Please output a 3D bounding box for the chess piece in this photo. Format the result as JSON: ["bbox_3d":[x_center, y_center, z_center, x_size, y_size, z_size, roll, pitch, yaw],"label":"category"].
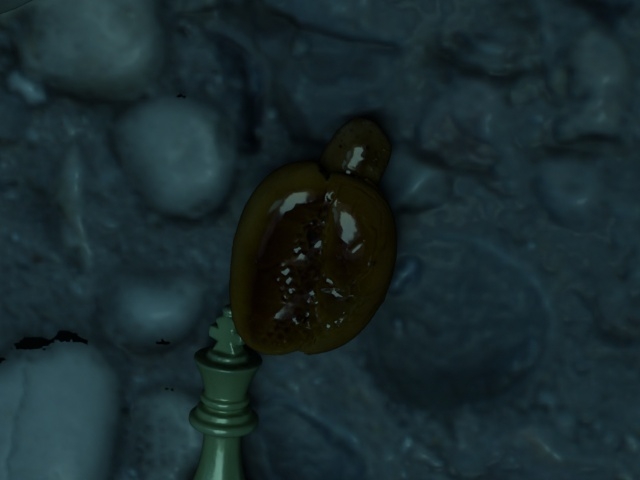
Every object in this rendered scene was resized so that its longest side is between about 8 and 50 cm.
[{"bbox_3d":[-0.056,0.108,1.001,0.059,0.059,0.149,9,110,8],"label":"chess piece"}]

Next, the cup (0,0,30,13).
[{"bbox_3d":[-0.176,-0.283,0.703,0.323,0.237,0.327,-21,131,32],"label":"cup"}]

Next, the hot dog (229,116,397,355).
[{"bbox_3d":[-0.002,0.000,0.944,0.090,0.060,0.140,10,121,3],"label":"hot dog"}]
